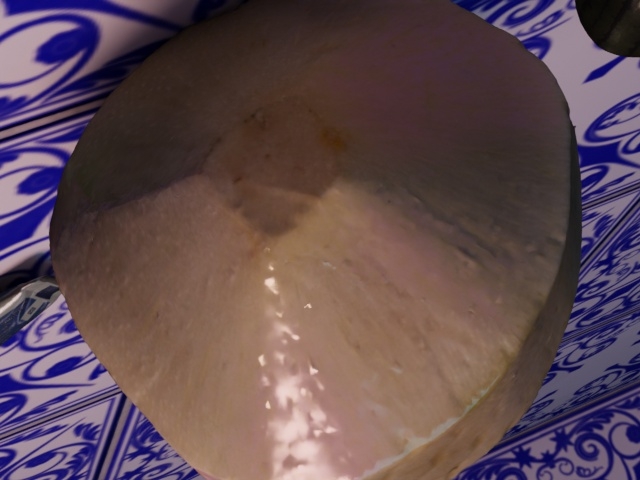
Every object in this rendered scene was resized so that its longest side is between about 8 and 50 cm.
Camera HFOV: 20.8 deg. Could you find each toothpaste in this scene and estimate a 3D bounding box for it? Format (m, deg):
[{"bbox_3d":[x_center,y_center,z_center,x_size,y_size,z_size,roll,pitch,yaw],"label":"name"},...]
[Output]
[{"bbox_3d":[-0.232,0.073,1.009,0.197,0.034,0.057,-33,169,8],"label":"toothpaste"}]

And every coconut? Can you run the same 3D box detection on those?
[{"bbox_3d":[0.000,0.000,0.807,0.259,0.259,0.259,-25,163,-8],"label":"coconut"}]

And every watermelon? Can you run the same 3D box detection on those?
[{"bbox_3d":[0.177,-0.141,0.924,0.078,0.078,0.110,-22,162,-17],"label":"watermelon"}]
